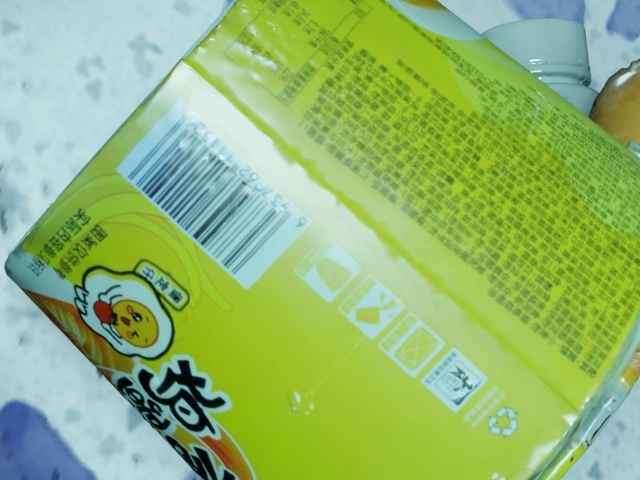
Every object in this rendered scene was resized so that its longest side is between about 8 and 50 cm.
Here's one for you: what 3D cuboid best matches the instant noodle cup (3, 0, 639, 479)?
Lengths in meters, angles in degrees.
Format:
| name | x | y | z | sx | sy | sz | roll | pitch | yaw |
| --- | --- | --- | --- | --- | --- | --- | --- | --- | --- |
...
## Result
| name | x | y | z | sx | sy | sz | roll | pitch | yaw |
| --- | --- | --- | --- | --- | --- | --- | --- | --- | --- |
| instant noodle cup | 0.000 | 0.000 | 0.517 | 0.200 | 0.264 | 0.264 | 41 | 62 | -10 |

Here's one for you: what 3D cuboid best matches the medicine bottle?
| name | x | y | z | sx | sy | sz | roll | pitch | yaw |
| --- | --- | --- | --- | --- | --- | --- | --- | --- | --- |
| medicine bottle | 0.130 | -0.060 | 0.698 | 0.080 | 0.080 | 0.130 | 3 | 80 | -33 |

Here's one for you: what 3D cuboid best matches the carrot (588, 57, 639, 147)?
| name | x | y | z | sx | sy | sz | roll | pitch | yaw |
| --- | --- | --- | --- | --- | --- | --- | --- | --- | --- |
| carrot | 0.222 | -0.016 | 0.699 | 0.263 | 0.102 | 0.102 | 43 | 55 | -61 |
